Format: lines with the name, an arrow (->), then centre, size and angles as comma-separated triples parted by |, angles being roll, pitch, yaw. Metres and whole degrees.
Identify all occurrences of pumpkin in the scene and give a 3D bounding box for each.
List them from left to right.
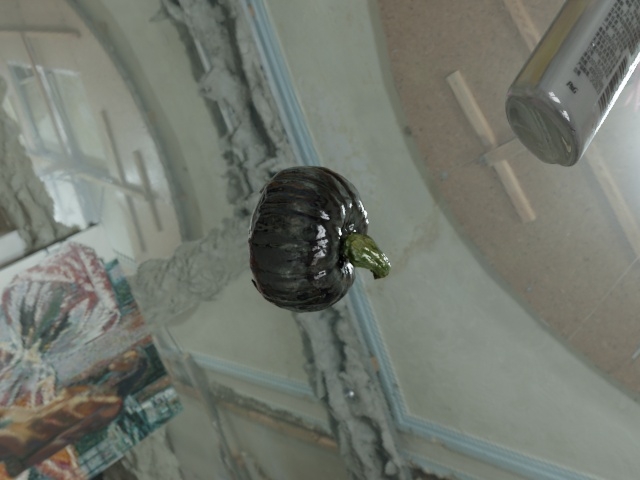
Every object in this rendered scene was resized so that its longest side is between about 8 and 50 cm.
pumpkin -> 0.000, 0.000, 1.292 | 0.295, 0.295, 0.296 | 30, -44, 34

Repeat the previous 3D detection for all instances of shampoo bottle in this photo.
shampoo bottle -> 0.223, -0.169, 0.512 | 0.055, 0.227, 0.086 | 20, -19, 46
